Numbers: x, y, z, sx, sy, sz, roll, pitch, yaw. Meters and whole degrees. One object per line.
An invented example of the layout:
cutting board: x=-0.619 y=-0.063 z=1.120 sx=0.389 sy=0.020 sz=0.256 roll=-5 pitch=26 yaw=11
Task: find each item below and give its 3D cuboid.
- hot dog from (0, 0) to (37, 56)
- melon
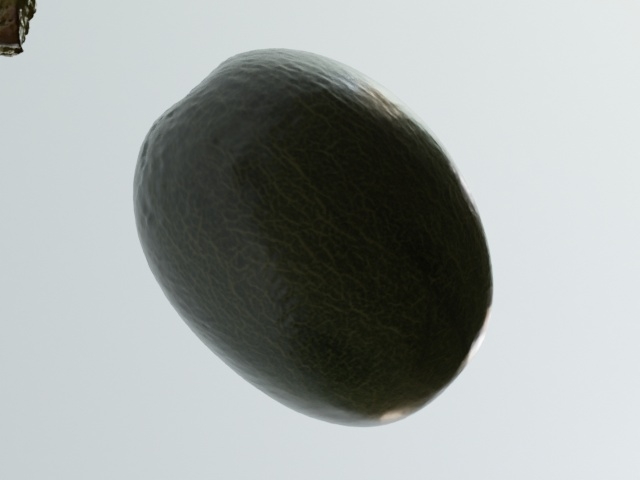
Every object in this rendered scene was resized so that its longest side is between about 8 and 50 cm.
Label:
hot dog: x=-0.199 y=-0.161 z=0.795 sx=0.169 sy=0.078 sz=0.061 roll=57 pitch=-171 yaw=8
melon: x=0.000 y=0.000 z=1.150 sx=0.301 sy=0.237 sz=0.237 roll=50 pitch=-142 yaw=-7
